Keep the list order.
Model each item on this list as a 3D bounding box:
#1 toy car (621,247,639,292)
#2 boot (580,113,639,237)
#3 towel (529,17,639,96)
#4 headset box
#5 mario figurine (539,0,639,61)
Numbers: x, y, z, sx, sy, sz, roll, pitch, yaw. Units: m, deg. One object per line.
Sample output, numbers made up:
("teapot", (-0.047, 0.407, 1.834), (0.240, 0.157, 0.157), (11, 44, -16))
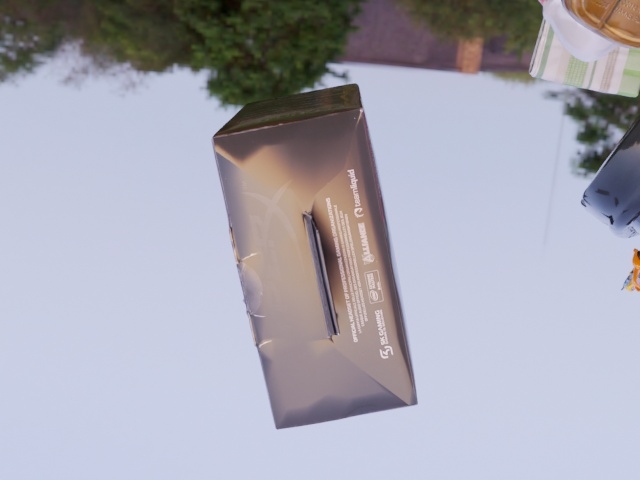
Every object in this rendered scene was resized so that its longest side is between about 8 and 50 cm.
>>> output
("toy car", (0.307, 0.042, 0.977), (0.060, 0.040, 0.122), (33, 179, 19))
("boot", (0.215, 0.013, 0.366), (0.207, 0.094, 0.246), (42, -161, 21))
("towel", (0.342, -0.246, 1.332), (0.152, 0.113, 0.023), (9, -166, -16))
("headset box", (0.000, 0.000, 0.832), (0.110, 0.218, 0.293), (-11, -169, 3))
("mario figurine", (0.210, -0.264, 0.777), (0.170, 0.198, 0.320), (38, -158, -28))
